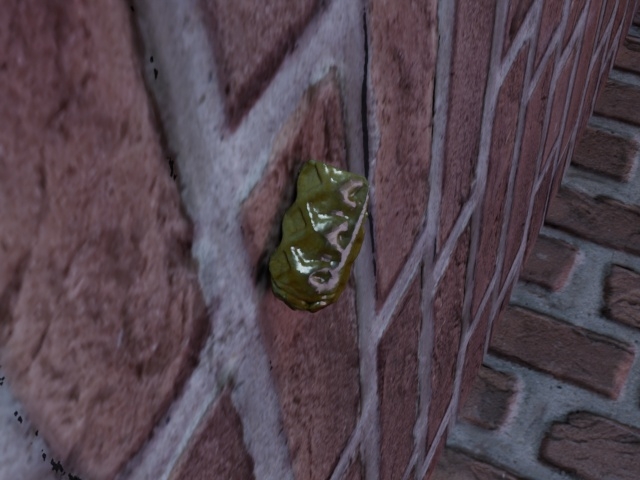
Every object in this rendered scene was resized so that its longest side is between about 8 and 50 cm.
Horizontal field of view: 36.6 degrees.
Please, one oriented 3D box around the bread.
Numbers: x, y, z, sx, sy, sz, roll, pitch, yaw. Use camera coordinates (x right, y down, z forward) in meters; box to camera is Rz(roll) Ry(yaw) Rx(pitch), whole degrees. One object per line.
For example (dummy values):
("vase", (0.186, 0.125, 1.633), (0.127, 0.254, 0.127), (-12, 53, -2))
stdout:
("bread", (0.000, 0.000, 0.709), (0.066, 0.060, 0.110), (11, 98, -57))
